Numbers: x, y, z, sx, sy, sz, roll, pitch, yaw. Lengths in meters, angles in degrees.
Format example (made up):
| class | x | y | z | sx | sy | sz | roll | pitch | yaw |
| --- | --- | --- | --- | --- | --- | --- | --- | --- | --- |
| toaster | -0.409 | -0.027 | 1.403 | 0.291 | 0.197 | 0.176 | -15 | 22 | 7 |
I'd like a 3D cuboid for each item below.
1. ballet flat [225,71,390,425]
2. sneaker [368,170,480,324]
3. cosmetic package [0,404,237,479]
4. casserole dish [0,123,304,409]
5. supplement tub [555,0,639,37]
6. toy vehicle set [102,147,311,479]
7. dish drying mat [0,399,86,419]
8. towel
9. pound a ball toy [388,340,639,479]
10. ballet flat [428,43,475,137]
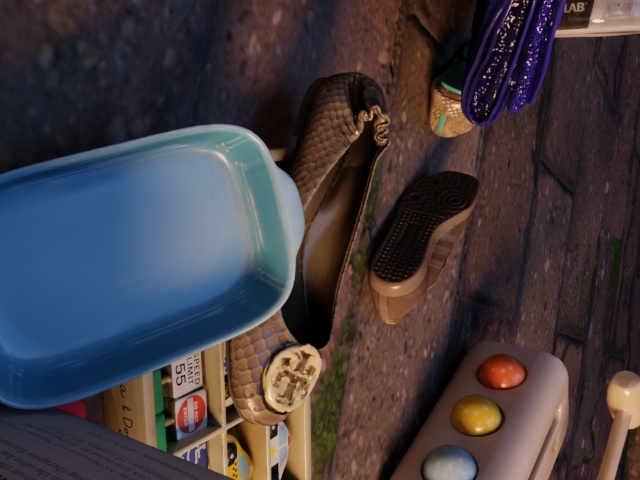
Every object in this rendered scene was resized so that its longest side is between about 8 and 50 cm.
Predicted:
| class | x | y | z | sx | sy | sz | roll | pitch | yaw |
| --- | --- | --- | --- | --- | --- | --- | --- | --- | --- |
| ballet flat | 0.000 | 0.000 | 0.487 | 0.084 | 0.058 | 0.250 | 39 | 62 | -52 |
| sneaker | 0.099 | 0.003 | 0.728 | 0.188 | 0.066 | 0.071 | -47 | 150 | -37 |
| cosmetic package | -0.195 | 0.177 | 0.188 | 0.365 | 0.155 | 0.197 | -1 | 99 | -58 |
| casserole dish | -0.097 | 0.008 | 0.369 | 0.188 | 0.037 | 0.114 | -20 | 108 | -28 |
| supplement tub | 0.342 | -0.416 | 0.906 | 0.193 | 0.193 | 0.316 | -21 | 114 | -55 |
| toy vehicle set | -0.068 | 0.075 | 0.482 | 0.166 | 0.035 | 0.267 | -17 | 109 | -56 |
| dish drying mat | -0.155 | 0.096 | 0.373 | 0.083 | 0.008 | 0.032 | 19 | 80 | -57 |
| towel | 0.203 | -0.277 | 0.697 | 0.308 | 0.076 | 0.228 | -71 | 174 | -45 |
| pound a ball toy | 0.221 | 0.221 | 0.803 | 0.319 | 0.208 | 0.136 | -43 | 130 | -45 |
| ballet flat | 0.168 | -0.169 | 0.805 | 0.206 | 0.073 | 0.067 | -39 | 154 | -45 |
